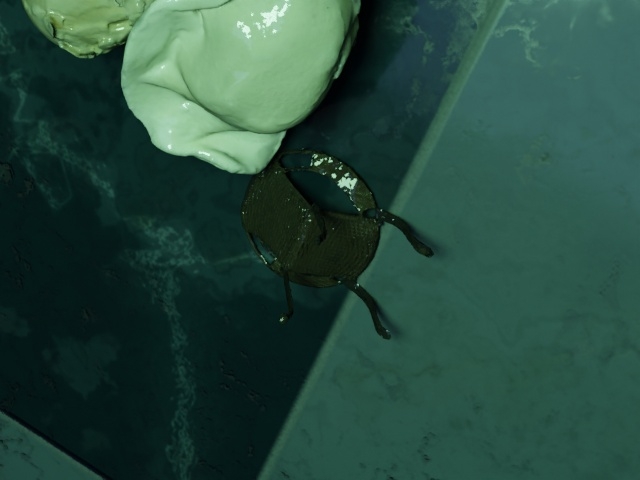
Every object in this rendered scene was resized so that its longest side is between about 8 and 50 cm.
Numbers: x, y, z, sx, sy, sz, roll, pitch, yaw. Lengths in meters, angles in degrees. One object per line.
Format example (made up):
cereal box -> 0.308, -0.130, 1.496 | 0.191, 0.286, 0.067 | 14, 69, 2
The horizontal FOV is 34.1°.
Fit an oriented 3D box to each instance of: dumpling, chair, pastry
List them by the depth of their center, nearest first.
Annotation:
dumpling -> -0.086, -0.218, 1.099 | 0.242, 0.187, 0.318 | 3, 135, -23
pastry -> -0.211, -0.317, 1.118 | 0.133, 0.265, 0.265 | 38, 119, -22
chair -> 0.000, 0.000, 1.218 | 0.213, 0.149, 0.174 | 55, 130, 47
